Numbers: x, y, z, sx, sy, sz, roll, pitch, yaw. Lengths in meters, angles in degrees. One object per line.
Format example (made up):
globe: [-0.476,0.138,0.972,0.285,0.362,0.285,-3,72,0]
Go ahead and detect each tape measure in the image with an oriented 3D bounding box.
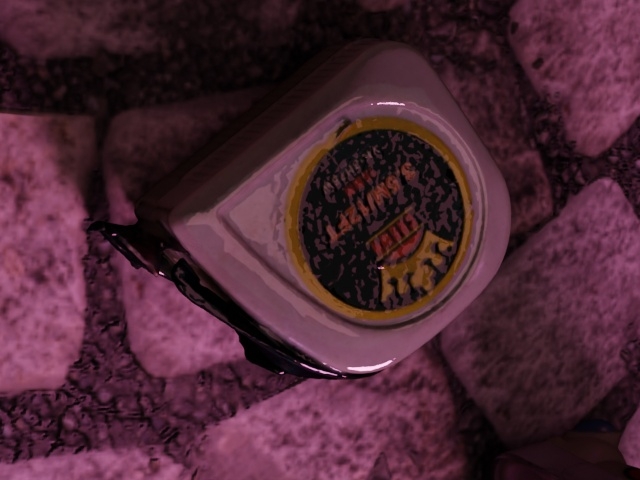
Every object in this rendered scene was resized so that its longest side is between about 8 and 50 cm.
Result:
tape measure: [0.000,0.000,1.147,0.235,0.115,0.207,-40,112,-14]

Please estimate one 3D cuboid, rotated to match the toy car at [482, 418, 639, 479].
toy car: [0.262,0.314,1.286,0.226,0.242,0.336,-9,105,-27]
